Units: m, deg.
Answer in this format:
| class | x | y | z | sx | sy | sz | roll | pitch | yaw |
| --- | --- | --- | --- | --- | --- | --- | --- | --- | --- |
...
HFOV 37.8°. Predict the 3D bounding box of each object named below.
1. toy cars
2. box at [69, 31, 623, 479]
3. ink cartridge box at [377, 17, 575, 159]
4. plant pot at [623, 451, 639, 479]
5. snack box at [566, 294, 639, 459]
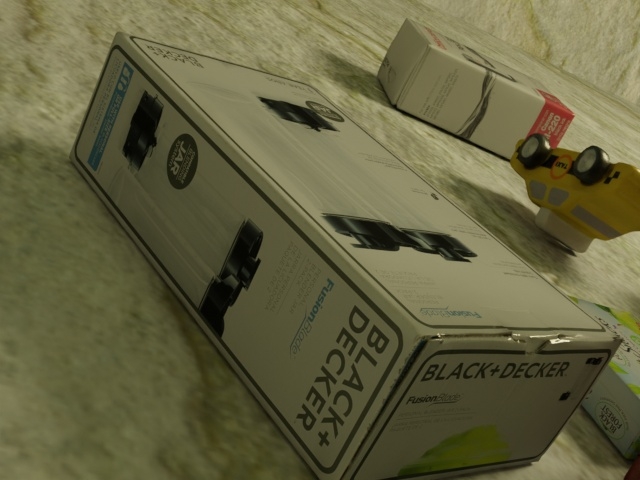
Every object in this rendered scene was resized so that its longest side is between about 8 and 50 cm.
| class | x | y | z | sx | sy | sz | roll | pitch | yaw |
| --- | --- | --- | --- | --- | --- | --- | --- | --- | --- |
| toy cars | 0.336 | 0.010 | 0.873 | 0.393 | 0.087 | 0.176 | 30 | 2 | 24 |
| box | 0.000 | 0.000 | 0.518 | 0.169 | 0.087 | 0.290 | 5 | 30 | -46 |
| ink cartridge box | 0.195 | -0.189 | 1.205 | 0.217 | 0.092 | 0.158 | 20 | 22 | -14 |
| plant pot | 0.298 | 0.084 | 0.439 | 0.272 | 0.265 | 0.272 | 24 | 20 | -10 |
| snack box | 0.207 | 0.092 | 0.629 | 0.100 | 0.037 | 0.141 | 14 | 24 | -29 |
